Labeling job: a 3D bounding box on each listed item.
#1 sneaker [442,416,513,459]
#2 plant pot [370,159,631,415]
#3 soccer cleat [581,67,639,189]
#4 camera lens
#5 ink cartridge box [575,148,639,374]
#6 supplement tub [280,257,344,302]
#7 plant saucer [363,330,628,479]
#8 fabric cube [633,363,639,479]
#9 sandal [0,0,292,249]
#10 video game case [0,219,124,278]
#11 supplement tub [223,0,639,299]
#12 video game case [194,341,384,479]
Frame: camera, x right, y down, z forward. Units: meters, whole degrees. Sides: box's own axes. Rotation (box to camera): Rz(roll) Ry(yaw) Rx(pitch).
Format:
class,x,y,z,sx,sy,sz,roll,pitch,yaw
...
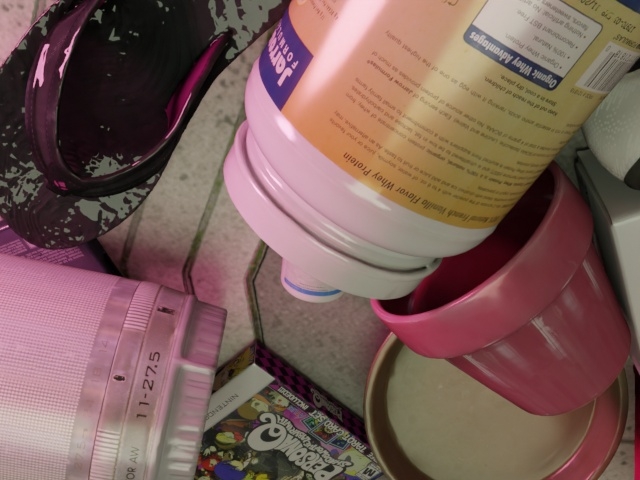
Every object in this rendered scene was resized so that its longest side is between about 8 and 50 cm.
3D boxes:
class,x,y,z,sx,sy,sz,roll,pitch,yaw
sneaker,0.140,0.249,0.933,0.081,0.080,0.211,42,106,-16
plant pot,0.175,0.054,0.718,0.201,0.201,0.180,-35,112,22
soccer cleat,0.351,-0.166,0.629,0.331,0.143,0.116,-29,159,-2
camera lens,-0.241,0.135,0.748,0.274,0.219,0.219,12,123,-6
ink cartridge box,0.415,-0.007,0.718,0.307,0.129,0.223,-17,122,13
supplement tub,0.000,0.000,0.770,0.071,0.071,0.107,7,124,-3
plant saucer,0.183,0.172,0.849,0.278,0.041,0.278,0,103,1
fabric cube,0.458,0.278,0.772,0.254,0.258,0.259,-13,109,24
sandal,-0.153,-0.148,0.652,0.167,0.107,0.446,35,116,-20
video game case,-0.286,0.097,0.870,0.196,0.026,0.274,-19,121,14
supplement tub,0.083,-0.132,0.587,0.228,0.228,0.316,27,120,-15
video game case,-0.063,0.248,0.952,0.210,0.042,0.232,-38,115,25
